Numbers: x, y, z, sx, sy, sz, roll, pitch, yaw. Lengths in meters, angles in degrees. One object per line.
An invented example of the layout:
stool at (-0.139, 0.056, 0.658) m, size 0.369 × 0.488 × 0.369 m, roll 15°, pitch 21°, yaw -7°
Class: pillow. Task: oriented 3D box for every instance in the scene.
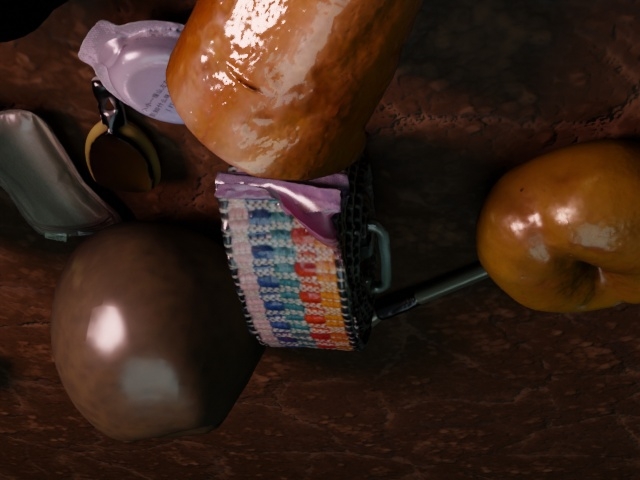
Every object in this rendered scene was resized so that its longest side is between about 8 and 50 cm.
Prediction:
pillow at (-0.344, -0.073, 0.884) m, size 0.131 × 0.038 × 0.232 m, roll -4°, pitch 143°, yaw 14°

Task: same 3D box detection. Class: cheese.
cheese at (-0.120, -0.157, 0.732) m, size 0.245 × 0.052 × 0.135 m, roll 18°, pitch 146°, yaw -33°
cheese at (-0.231, -0.119, 0.811) m, size 0.086 × 0.036 × 0.162 m, roll 7°, pitch 144°, yaw 2°

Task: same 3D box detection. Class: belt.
belt at (0.000, 0.000, 0.812) m, size 0.161 × 0.206 × 0.295 m, roll 1°, pitch 136°, yaw 10°

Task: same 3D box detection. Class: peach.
peach at (0.306, -0.006, 0.817) m, size 0.251 × 0.153 × 0.251 m, roll 9°, pitch 143°, yaw 7°

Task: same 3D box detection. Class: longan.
longan at (-0.205, 0.124, 0.935) m, size 0.289 × 0.288 × 0.350 m, roll 3°, pitch 156°, yaw 3°

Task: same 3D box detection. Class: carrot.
carrot at (0.003, -0.192, 0.563) m, size 0.196 × 0.195 × 0.254 m, roll 17°, pitch 142°, yaw -16°

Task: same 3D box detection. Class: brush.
brush at (0.152, 0.080, 1.039) m, size 0.299 × 0.039 × 0.042 m, roll -25°, pitch 177°, yaw 33°

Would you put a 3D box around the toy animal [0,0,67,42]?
toy animal at (-0.323, -0.230, 0.505) m, size 0.310 × 0.250 × 0.251 m, roll -9°, pitch 142°, yaw 26°
